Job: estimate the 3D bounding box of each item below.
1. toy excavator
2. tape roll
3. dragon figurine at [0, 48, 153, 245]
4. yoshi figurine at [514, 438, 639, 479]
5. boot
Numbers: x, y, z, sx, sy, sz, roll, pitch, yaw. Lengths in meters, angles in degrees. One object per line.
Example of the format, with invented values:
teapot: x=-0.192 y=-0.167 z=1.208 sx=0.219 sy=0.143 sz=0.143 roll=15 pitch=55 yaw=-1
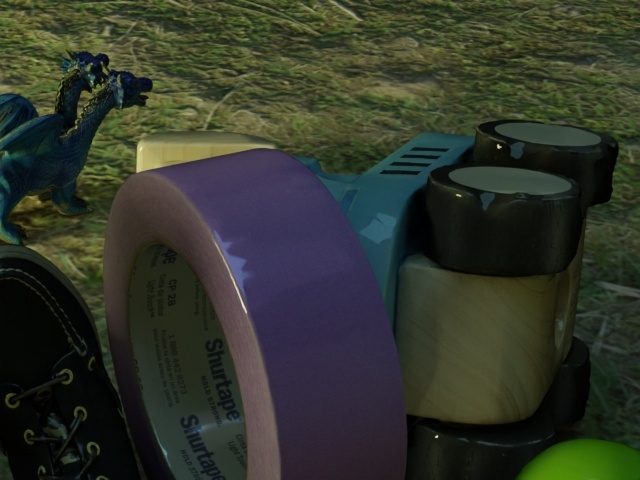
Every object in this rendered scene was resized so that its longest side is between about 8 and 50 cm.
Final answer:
toy excavator: x=0.000 y=0.000 z=1.215 sx=0.445 sy=0.222 sz=0.433 roll=9 pitch=17 yaw=16
tape roll: x=-0.051 y=0.082 z=1.007 sx=0.090 sy=0.274 sz=0.275 roll=-14 pitch=34 yaw=-25
dragon figurine: x=-0.278 y=-0.080 z=1.400 sx=0.085 sy=0.144 sz=0.289 roll=27 pitch=38 yaw=36
yoshi figurine: x=0.216 y=0.232 z=0.860 sx=0.204 sy=0.203 sz=0.362 roll=-18 pitch=32 yaw=-21
boot: x=-0.157 y=0.133 z=0.963 sx=0.085 sy=0.236 sz=0.178 roll=-21 pitch=39 yaw=-7
